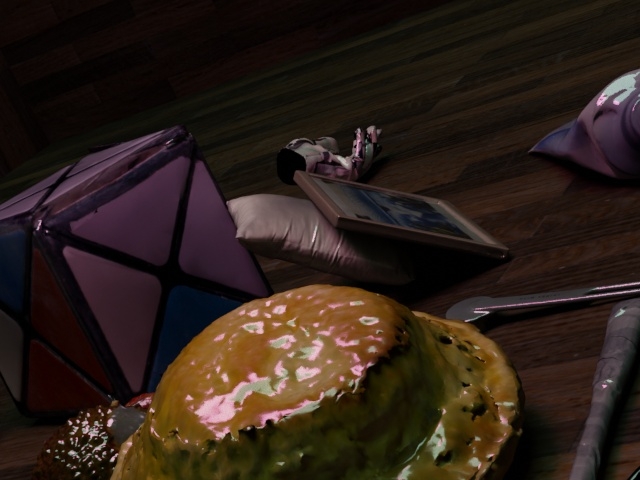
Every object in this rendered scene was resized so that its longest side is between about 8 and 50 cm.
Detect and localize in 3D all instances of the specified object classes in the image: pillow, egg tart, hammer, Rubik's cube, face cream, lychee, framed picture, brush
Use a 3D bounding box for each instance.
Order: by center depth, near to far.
[{"bbox_3d":[0.251,0.154,1.450,0.152,0.044,0.427,-18,17,23],"label":"hammer"},{"bbox_3d":[-0.025,0.170,1.486,0.443,0.178,0.443,-16,26,8],"label":"egg tart"},{"bbox_3d":[-0.231,0.258,1.682,0.171,0.171,0.171,-24,15,7],"label":"lychee"},{"bbox_3d":[0.259,0.071,1.757,0.266,0.027,0.062,-10,22,34],"label":"brush"},{"bbox_3d":[-0.001,0.000,2.084,0.254,0.078,0.144,15,22,-9],"label":"pillow"},{"bbox_3d":[0.100,-0.035,2.092,0.232,0.024,0.315,11,10,-13],"label":"framed picture"},{"bbox_3d":[0.418,-0.162,2.149,0.234,0.137,0.420,-27,4,2],"label":"face cream"},{"bbox_3d":[-0.289,0.048,2.175,0.305,0.307,0.310,-12,20,49],"label":"Rubik's cube"}]

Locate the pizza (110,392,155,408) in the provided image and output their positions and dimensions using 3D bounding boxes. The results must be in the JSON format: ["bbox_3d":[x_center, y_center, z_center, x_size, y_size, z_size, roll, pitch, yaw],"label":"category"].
[{"bbox_3d":[-0.245,0.232,1.957,0.193,0.053,0.201,-27,15,-4],"label":"pizza"}]

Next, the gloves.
[{"bbox_3d":[0.027,-0.133,2.647,0.212,0.111,0.127,-1,-10,-42],"label":"gloves"}]
